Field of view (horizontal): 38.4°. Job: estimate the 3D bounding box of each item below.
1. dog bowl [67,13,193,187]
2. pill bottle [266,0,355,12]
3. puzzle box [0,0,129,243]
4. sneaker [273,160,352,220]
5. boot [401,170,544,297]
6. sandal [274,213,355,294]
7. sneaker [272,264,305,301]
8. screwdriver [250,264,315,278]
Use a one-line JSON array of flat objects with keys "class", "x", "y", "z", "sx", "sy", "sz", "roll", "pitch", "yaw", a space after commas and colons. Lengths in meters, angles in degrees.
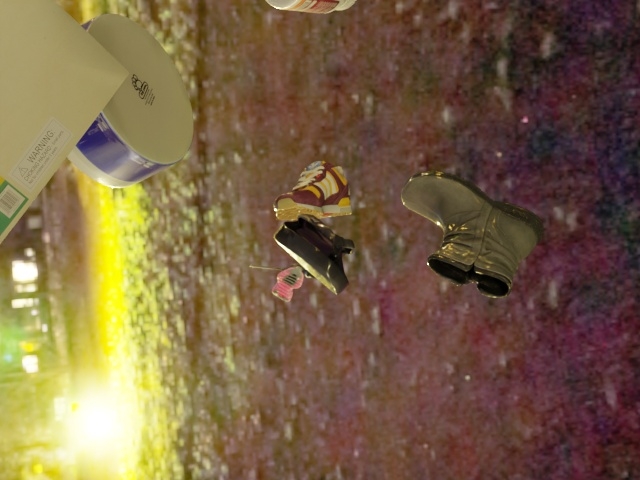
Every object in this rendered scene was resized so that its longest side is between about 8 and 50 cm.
[{"class": "dog bowl", "x": -0.327, "y": -0.226, "z": 1.489, "sx": 0.104, "sy": 0.265, "sz": 0.265, "roll": -21, "pitch": 68, "yaw": 26}, {"class": "pill bottle", "x": -0.017, "y": -0.534, "z": 1.904, "sx": 0.121, "sy": 0.221, "sz": 0.121, "roll": 7, "pitch": 102, "yaw": 33}, {"class": "puzzle box", "x": -0.470, "y": -0.164, "z": 1.210, "sx": 0.052, "sy": 0.272, "sz": 0.409, "roll": 0, "pitch": 53, "yaw": 52}, {"class": "sneaker", "x": -0.015, "y": -0.075, "z": 1.340, "sx": 0.185, "sy": 0.069, "sz": 0.084, "roll": -2, "pitch": -96, "yaw": -65}, {"class": "boot", "x": 0.203, "y": -0.013, "z": 1.399, "sx": 0.246, "sy": 0.161, "sz": 0.083, "roll": 23, "pitch": 137, "yaw": 26}, {"class": "sandal", "x": -0.001, "y": -0.001, "z": 1.069, "sx": 0.054, "sy": 0.097, "sz": 0.254, "roll": -48, "pitch": 7, "yaw": 6}, {"class": "sneaker", "x": -0.052, "y": 0.065, "z": 1.683, "sx": 0.057, "sy": 0.047, "sz": 0.119, "roll": -57, "pitch": 2, "yaw": -30}, {"class": "screwdriver", "x": -0.055, "y": 0.059, "z": 1.718, "sx": 0.024, "sy": 0.170, "sz": 0.025, "roll": -11, "pitch": 79, "yaw": 60}]
